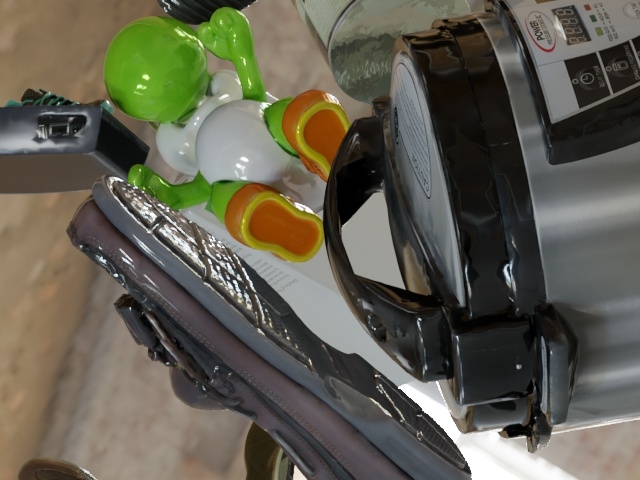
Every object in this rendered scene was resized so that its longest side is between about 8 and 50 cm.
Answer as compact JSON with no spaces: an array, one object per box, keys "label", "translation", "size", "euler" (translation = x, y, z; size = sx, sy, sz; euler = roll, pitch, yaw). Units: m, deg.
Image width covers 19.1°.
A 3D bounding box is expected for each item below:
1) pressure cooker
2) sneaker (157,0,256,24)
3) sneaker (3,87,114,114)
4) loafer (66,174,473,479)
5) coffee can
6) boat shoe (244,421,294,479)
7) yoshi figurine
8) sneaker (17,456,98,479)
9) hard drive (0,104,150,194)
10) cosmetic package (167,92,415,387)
[{"label":"pressure cooker","translation":[0.213,-0.019,1.588],"size":[0.370,0.420,0.375],"euler":[103,157,-82]},{"label":"sneaker","translation":[-0.059,-0.362,2.130],"size":[0.330,0.122,0.146],"euler":[-48,5,-8]},{"label":"sneaker","translation":[-0.305,-0.139,2.145],"size":[0.166,0.076,0.065],"euler":[-15,21,38]},{"label":"loafer","translation":[-0.040,0.084,1.115],"size":[0.095,0.302,0.109],"euler":[-46,25,10]},{"label":"coffee can","translation":[0.062,-0.342,2.570],"size":[0.202,0.275,0.201],"euler":[-13,-46,-14]},{"label":"boat shoe","translation":[-0.055,0.258,2.171],"size":[0.049,0.056,0.152],"euler":[45,-136,-43]},{"label":"yoshi figurine","translation":[-0.113,-0.121,1.884],"size":[0.204,0.362,0.203],"euler":[-15,-65,-23]},{"label":"sneaker","translation":[-0.278,0.319,2.249],"size":[0.066,0.188,0.071],"euler":[-61,-3,10]},{"label":"hard drive","translation":[-0.322,-0.093,1.980],"size":[0.172,0.255,0.054],"euler":[45,-135,-71]},{"label":"cosmetic package","translation":[0.000,0.000,2.225],"size":[0.155,0.366,0.197],"euler":[-34,33,56]}]
